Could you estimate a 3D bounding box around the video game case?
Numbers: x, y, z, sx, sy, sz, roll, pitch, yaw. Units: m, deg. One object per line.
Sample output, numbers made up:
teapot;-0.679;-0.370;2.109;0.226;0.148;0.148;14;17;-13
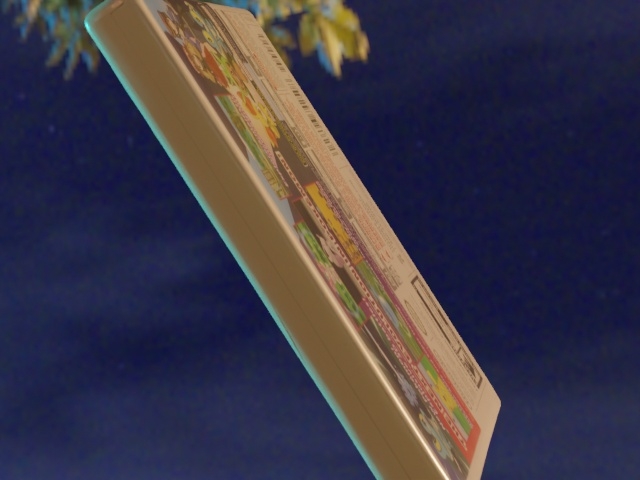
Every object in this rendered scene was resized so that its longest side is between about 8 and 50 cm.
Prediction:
video game case;0.000;0.000;0.590;0.023;0.201;0.183;-32;0;11
